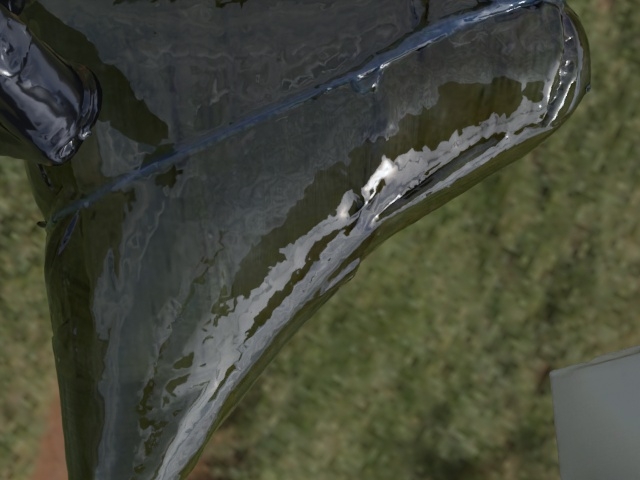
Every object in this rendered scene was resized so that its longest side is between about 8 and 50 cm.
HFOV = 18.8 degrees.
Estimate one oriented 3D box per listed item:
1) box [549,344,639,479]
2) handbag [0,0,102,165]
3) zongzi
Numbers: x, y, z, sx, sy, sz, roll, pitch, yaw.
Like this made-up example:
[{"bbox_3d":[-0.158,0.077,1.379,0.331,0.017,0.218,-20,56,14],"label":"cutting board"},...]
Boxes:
[{"bbox_3d":[0.220,0.181,0.905,0.194,0.111,0.260,5,75,-39],"label":"box"},{"bbox_3d":[-0.256,-0.123,0.882,0.244,0.275,0.088,48,55,-46],"label":"handbag"},{"bbox_3d":[0.000,0.000,1.164,0.356,0.174,0.393,-7,87,-3],"label":"zongzi"}]
